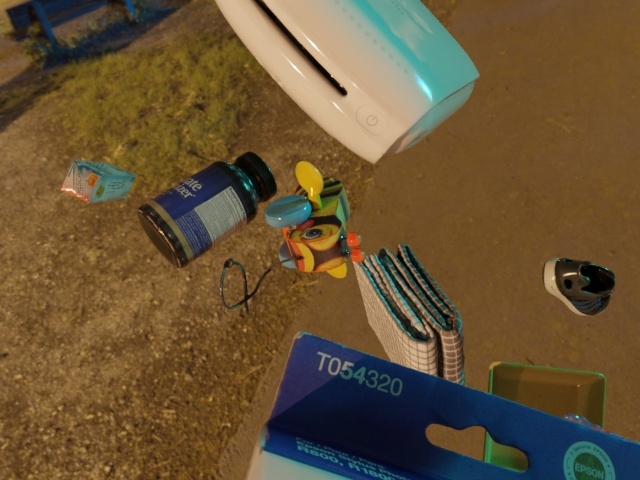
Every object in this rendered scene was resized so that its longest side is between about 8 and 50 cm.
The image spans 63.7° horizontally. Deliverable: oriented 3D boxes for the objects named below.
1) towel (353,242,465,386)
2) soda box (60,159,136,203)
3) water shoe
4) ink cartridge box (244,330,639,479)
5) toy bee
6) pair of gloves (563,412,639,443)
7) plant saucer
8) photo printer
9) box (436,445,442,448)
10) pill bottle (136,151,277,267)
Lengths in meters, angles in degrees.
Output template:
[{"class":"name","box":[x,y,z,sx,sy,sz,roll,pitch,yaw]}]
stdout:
[{"class":"towel","box":[0.182,0.165,1.022,0.122,0.234,0.283,-22,40,-7]},{"class":"soda box","box":[-0.427,-0.114,1.003,0.058,0.062,0.183,27,5,-4]},{"class":"water shoe","box":[0.441,0.081,0.838,0.080,0.203,0.072,-5,71,51]},{"class":"ink cartridge box","box":[0.090,0.252,0.317,0.325,0.071,0.329,18,67,-3]},{"class":"toy bee","box":[0.000,0.000,0.768,0.162,0.195,0.298,-1,54,24]},{"class":"pair of gloves","box":[0.512,0.334,0.857,0.160,0.198,0.023,21,80,3]},{"class":"plant saucer","box":[0.598,0.512,1.414,0.333,0.081,0.332,8,82,-5]},{"class":"photo printer","box":[0.039,-0.215,0.546,0.107,0.256,0.307,-43,-1,33]},{"class":"box","box":[0.190,0.665,1.005,0.212,0.293,0.395,-30,5,26]},{"class":"pill bottle","box":[-0.187,-0.060,0.883,0.219,0.122,0.123,-38,41,-24]}]
